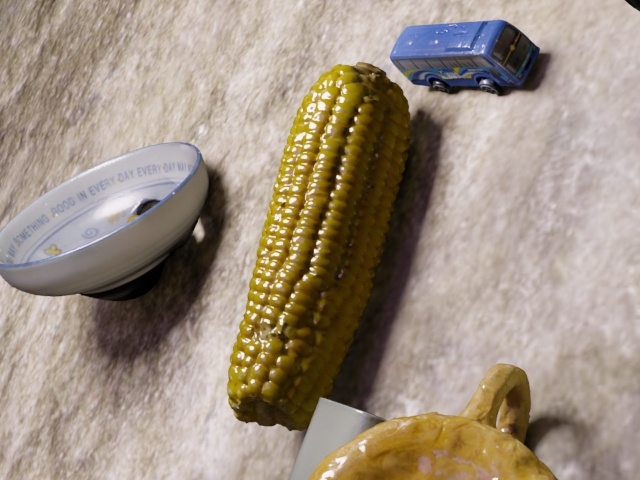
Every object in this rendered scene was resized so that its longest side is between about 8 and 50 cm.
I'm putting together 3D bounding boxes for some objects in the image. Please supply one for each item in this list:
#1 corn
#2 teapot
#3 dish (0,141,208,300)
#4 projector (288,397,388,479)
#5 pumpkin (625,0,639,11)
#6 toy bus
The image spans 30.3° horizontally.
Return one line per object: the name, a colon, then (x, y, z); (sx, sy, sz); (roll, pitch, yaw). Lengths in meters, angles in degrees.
corn: (0.000, 0.000, 1.101); (0.120, 0.120, 0.363); (-1, 67, 52)
teapot: (0.087, 0.228, 0.815); (0.203, 0.167, 0.311); (9, 53, 26)
dish: (-0.240, 0.005, 1.403); (0.273, 0.134, 0.273); (-21, 25, 10)
projector: (0.031, 0.183, 0.964); (0.083, 0.083, 0.082); (9, 75, 54)
pumpkin: (0.303, -0.239, 0.800); (0.249, 0.216, 0.250); (-14, 49, 17)
toy bus: (0.130, -0.172, 1.097); (0.153, 0.061, 0.051); (10, 70, 56)
